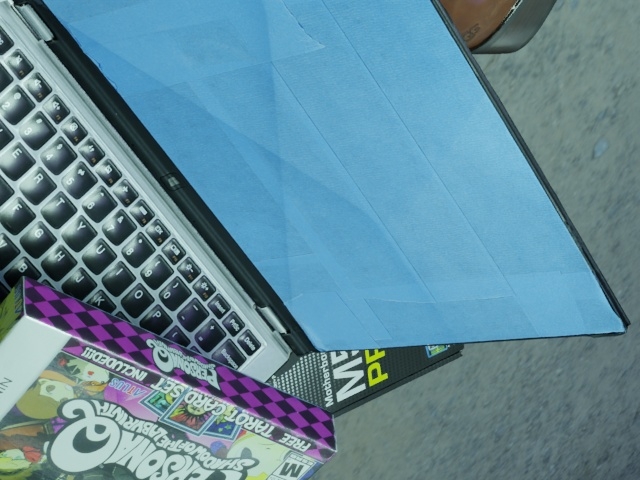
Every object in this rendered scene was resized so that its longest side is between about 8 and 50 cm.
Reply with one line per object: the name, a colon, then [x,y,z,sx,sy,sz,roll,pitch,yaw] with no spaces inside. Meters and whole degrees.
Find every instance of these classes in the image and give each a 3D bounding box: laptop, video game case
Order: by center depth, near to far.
laptop: [-0.092,0.033,1.054,0.408,0.236,0.382,-44,128,-9]
video game case: [-0.142,0.142,1.099,0.232,0.042,0.210,27,122,-28]

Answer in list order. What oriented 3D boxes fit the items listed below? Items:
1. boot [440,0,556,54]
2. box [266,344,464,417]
boot: [0.069,-0.242,1.093,0.280,0.096,0.264,1,131,-44]
box: [0.000,0.000,1.309,0.216,0.060,0.270,-22,117,-32]
